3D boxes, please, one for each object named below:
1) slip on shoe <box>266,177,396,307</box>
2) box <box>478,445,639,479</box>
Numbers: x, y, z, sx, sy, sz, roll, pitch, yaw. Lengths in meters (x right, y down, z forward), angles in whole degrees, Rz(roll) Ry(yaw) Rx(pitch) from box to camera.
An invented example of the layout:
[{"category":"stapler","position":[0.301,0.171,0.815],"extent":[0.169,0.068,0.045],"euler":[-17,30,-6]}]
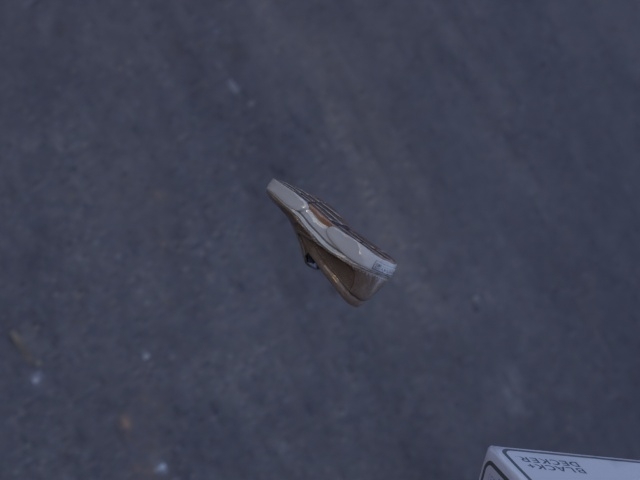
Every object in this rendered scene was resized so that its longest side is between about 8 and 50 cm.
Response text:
[{"category":"slip on shoe","position":[0.000,0.000,1.281],"extent":[0.135,0.041,0.051],"euler":[39,12,39]},{"category":"box","position":[0.200,0.205,0.879],"extent":[0.169,0.087,0.290],"euler":[8,15,-24]}]
